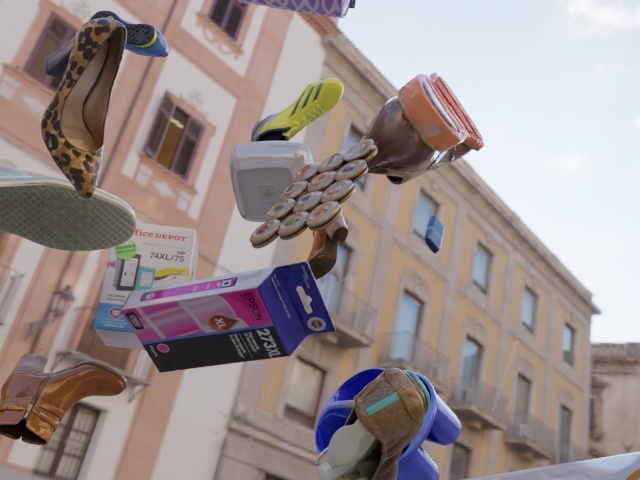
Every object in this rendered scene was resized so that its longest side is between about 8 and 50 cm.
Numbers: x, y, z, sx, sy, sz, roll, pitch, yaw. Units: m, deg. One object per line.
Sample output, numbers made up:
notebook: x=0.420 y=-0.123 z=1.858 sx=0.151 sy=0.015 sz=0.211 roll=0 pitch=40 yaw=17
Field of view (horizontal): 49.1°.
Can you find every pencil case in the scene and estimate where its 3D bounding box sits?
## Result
pencil case: x=-0.044 y=-0.430 z=1.172 sx=0.206 sy=0.088 sz=0.086 roll=11 pitch=3 yaw=8

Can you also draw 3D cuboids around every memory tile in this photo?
memory tile: x=-0.006 y=-0.050 z=0.719 sx=0.113 sy=0.148 sz=0.012 roll=-15 pitch=-60 yaw=36

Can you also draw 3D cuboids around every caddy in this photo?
caddy: x=0.133 y=0.404 z=1.525 sx=0.179 sy=0.241 sz=0.341 roll=46 pitch=-29 yaw=-24

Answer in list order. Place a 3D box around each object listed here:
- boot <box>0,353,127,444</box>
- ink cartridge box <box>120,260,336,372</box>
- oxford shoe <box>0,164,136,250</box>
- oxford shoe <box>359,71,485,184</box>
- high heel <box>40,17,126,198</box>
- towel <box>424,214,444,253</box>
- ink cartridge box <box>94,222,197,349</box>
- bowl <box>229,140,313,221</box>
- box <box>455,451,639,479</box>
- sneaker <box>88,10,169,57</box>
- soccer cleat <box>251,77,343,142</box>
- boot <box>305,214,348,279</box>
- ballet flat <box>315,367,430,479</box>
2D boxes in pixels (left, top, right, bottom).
boot: x=-0.627 y=0.390 z=1.694 sx=0.283 sy=0.220 sz=0.109 roll=18 pitch=-56 yaw=-15
ink cartridge box: x=-0.173 y=0.150 z=1.321 sx=0.371 sy=0.069 sz=0.176 roll=-12 pitch=-57 yaw=16
oxford shoe: x=-0.605 y=-0.082 z=1.435 sx=0.449 sy=0.130 sz=0.169 roll=8 pitch=-61 yaw=-17
oxford shoe: x=0.139 y=-0.154 z=0.994 sx=0.133 sy=0.130 sz=0.363 roll=-35 pitch=-8 yaw=21
high heel: x=-0.356 y=-0.211 z=1.104 sx=0.186 sy=0.261 sz=0.093 roll=-18 pitch=-9 yaw=36
towel: x=0.341 y=-0.019 z=2.108 sx=0.029 sy=0.119 sz=0.067 roll=-23 pitch=-63 yaw=34
ink cartridge box: x=-0.417 y=0.117 z=1.716 sx=0.198 sy=0.270 sz=0.197 roll=6 pitch=-22 yaw=-6
bowl: x=-0.081 y=-0.088 z=1.143 sx=0.142 sy=0.053 sz=0.142 roll=0 pitch=-59 yaw=12
box: x=0.187 y=0.313 z=0.553 sx=0.168 sy=0.215 sz=0.345 roll=52 pitch=-41 yaw=-4
sneaker: x=-0.425 y=-0.448 z=1.549 sx=0.209 sy=0.069 sz=0.082 roll=23 pitch=-9 yaw=24
soccer cleat: x=-0.057 y=-0.316 z=1.831 sx=0.289 sy=0.121 sz=0.093 roll=-30 pitch=-52 yaw=19
boot: x=0.000 y=0.000 z=1.884 sx=0.073 sy=0.152 sz=0.197 roll=26 pitch=-70 yaw=-30
ballet flat: x=0.060 y=0.303 z=1.020 sx=0.124 sy=0.116 sz=0.342 roll=-22 pitch=-29 yaw=-25
